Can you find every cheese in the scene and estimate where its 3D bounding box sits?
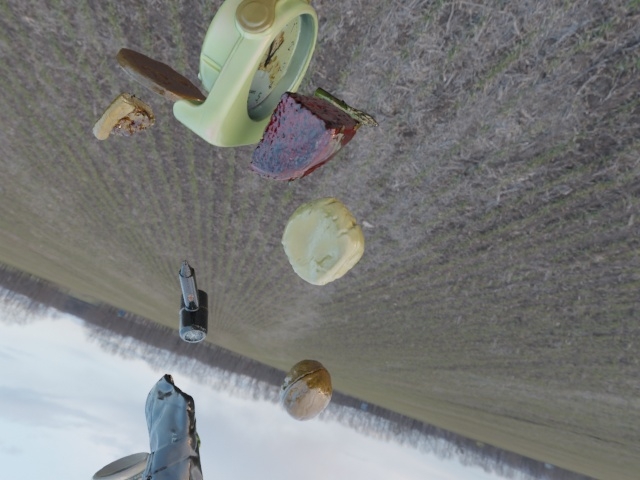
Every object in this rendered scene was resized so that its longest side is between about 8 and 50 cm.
[{"bbox_3d":[0.000,0.000,1.081,0.214,0.226,0.117,53,-158,16],"label":"cheese"}]

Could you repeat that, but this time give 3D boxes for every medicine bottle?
[{"bbox_3d":[-0.442,0.641,0.947,0.139,0.236,0.139,-13,175,-1],"label":"medicine bottle"}]

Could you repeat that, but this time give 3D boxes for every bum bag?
[{"bbox_3d":[-0.233,0.368,0.633,0.137,0.309,0.074,-21,162,39],"label":"bum bag"}]

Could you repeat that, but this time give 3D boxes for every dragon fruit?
[{"bbox_3d":[-0.022,-0.145,0.641,0.127,0.161,0.121,50,-149,19],"label":"dragon fruit"}]

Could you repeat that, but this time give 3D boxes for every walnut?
[{"bbox_3d":[-0.045,0.488,1.321,0.167,0.207,0.167,23,-158,-10],"label":"walnut"}]

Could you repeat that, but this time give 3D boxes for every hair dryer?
[{"bbox_3d":[-0.472,0.205,1.462,0.107,0.189,0.352,-4,138,-12],"label":"hair dryer"}]

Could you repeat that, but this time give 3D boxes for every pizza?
[{"bbox_3d":[-0.494,-0.316,1.068,0.154,0.194,0.069,-38,93,24],"label":"pizza"}]

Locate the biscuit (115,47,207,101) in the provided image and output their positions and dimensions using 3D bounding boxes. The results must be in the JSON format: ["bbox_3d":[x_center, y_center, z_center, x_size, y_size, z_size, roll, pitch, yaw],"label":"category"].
[{"bbox_3d":[-0.511,-0.517,1.305,0.273,0.049,0.257,45,-156,19],"label":"biscuit"}]

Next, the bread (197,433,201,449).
[{"bbox_3d":[-0.481,0.712,1.385,0.139,0.130,0.071,-14,154,-14],"label":"bread"}]

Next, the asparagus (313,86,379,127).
[{"bbox_3d":[0.061,-0.297,0.922,0.165,0.030,0.036,25,-155,-10],"label":"asparagus"}]

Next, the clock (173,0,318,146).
[{"bbox_3d":[-0.093,-0.302,0.654,0.096,0.308,0.235,36,-158,5],"label":"clock"}]
